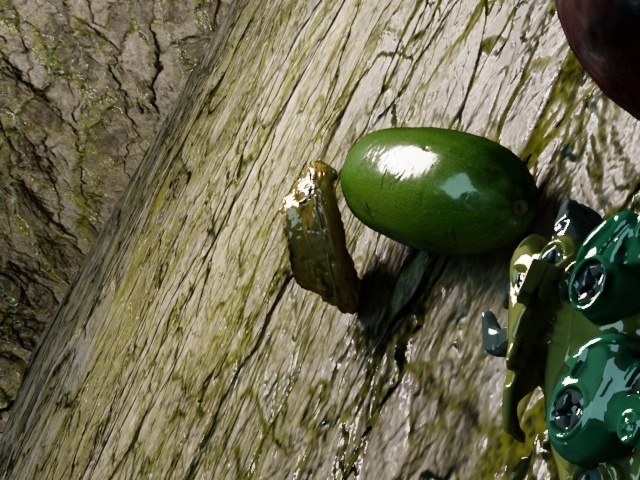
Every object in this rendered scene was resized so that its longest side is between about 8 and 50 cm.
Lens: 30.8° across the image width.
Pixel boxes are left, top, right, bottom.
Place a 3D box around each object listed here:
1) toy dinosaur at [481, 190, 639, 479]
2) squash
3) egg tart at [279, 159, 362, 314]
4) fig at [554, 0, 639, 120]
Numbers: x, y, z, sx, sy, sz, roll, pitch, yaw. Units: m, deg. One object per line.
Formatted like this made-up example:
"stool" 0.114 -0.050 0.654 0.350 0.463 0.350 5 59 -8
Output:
"toy dinosaur" 0.124 0.073 0.444 0.153 0.094 0.259 -50 29 45
"squash" 0.066 -0.037 0.802 0.082 0.082 0.292 -64 15 0
"egg tart" 0.000 0.000 0.917 0.130 0.052 0.130 -14 -90 -86
"fig" 0.185 -0.139 0.505 0.170 0.145 0.274 -38 7 20
